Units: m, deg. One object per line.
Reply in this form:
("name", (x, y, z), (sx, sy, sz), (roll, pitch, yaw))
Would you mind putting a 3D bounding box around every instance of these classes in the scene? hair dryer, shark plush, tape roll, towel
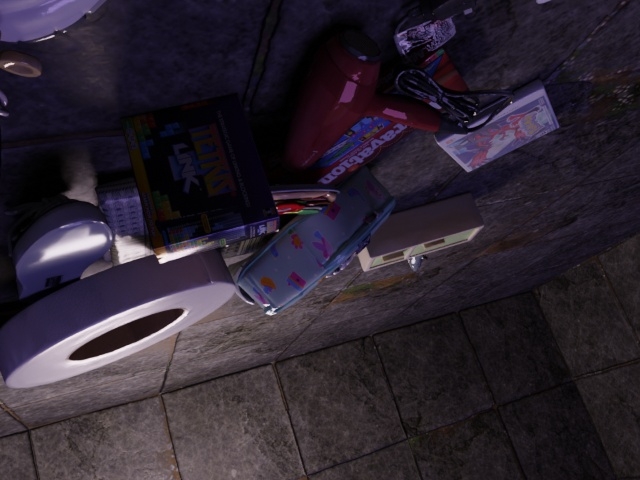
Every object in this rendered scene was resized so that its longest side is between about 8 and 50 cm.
("hair dryer", (0.077, -0.156, 0.716), (0.293, 0.080, 0.224), (-21, 135, 16))
("shark plush", (0.262, 0.022, 1.542), (0.073, 0.067, 0.161), (-9, 160, -28))
("tape roll", (-0.329, 0.128, 1.004), (0.392, 0.072, 0.392), (-26, 168, -6))
("towel", (-0.190, -0.038, 0.965), (0.312, 0.056, 0.324), (-15, 160, -21))

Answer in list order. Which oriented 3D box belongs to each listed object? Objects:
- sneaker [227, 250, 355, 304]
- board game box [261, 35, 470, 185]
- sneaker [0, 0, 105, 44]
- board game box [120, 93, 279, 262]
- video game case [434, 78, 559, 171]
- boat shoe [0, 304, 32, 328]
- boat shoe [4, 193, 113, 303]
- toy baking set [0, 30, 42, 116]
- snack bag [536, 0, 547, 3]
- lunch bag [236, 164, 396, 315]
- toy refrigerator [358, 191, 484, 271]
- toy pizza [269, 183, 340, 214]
("sneaker", (-0.061, 0.037, 1.239), (0.292, 0.110, 0.118), (-18, -168, -28))
("board game box", (0.063, -0.155, 0.832), (0.281, 0.027, 0.145), (-33, 159, 19))
("sneaker", (-0.126, -0.225, 0.373), (0.297, 0.111, 0.129), (-21, 157, 6))
("board game box", (-0.138, -0.074, 0.691), (0.141, 0.170, 0.048), (-16, 161, -11))
("video game case", (0.310, -0.189, 1.043), (0.183, 0.023, 0.201), (-26, 161, 22))
("boat shoe", (-0.576, 0.181, 1.092), (0.307, 0.111, 0.104), (-8, 158, -29))
("boat shoe", (-0.350, -0.005, 0.792), (0.113, 0.105, 0.306), (-14, 168, -29))
("toy baking set", (-0.322, -0.134, 0.438), (0.196, 0.030, 0.256), (14, 169, -37))
("snack bag", (0.360, -0.377, 0.525), (0.342, 0.037, 0.323), (-22, 161, 9))
("lunch bag", (0.000, 0.000, 1.031), (0.279, 0.108, 0.224), (-40, 180, 42))
("toy refrigerator", (0.216, -0.015, 1.348), (0.269, 0.094, 0.102), (-15, 162, -10))
("toy pizza", (-0.072, -0.047, 0.818), (0.201, 0.032, 0.201), (-6, 179, 0))
